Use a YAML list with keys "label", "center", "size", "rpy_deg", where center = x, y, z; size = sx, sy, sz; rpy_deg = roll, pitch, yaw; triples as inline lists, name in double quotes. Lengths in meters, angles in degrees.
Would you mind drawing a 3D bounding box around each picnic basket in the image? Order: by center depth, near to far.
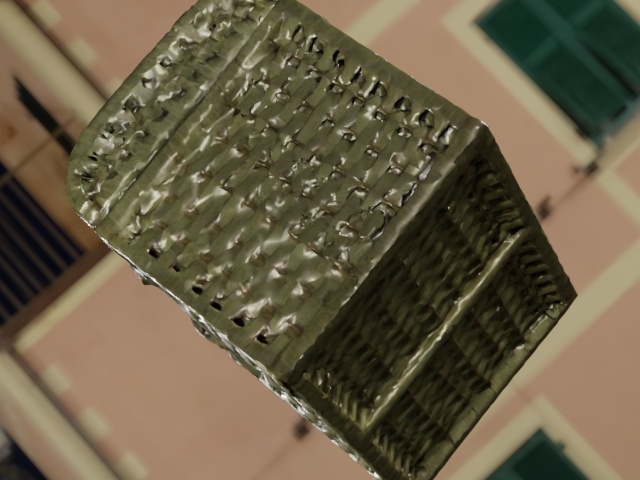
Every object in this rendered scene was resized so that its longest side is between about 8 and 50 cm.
- label: "picnic basket"
  center: [0.000, 0.000, 0.785]
  size: [0.134, 0.154, 0.196]
  rpy_deg: [-52, -27, -6]
